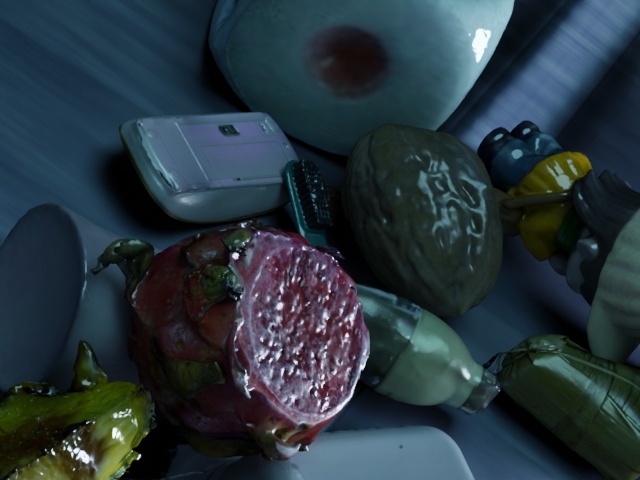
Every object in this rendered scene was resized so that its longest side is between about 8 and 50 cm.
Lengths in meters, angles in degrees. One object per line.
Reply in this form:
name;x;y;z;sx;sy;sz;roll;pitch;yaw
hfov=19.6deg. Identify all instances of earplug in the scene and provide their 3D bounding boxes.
earplug;-0.139;0.083;1.703;0.301;0.172;0.172;16;45;-36

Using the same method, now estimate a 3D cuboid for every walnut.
walnut;0.116;-0.019;1.999;0.178;0.178;0.230;3;58;-38

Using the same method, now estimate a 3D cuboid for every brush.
brush;0.000;0.000;1.950;0.043;0.032;0.193;8;61;-49

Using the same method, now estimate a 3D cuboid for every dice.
dice;0.048;-0.275;2.099;0.268;0.264;0.262;28;40;-14

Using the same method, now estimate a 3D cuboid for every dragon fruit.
dragon fruit;-0.057;0.084;1.586;0.282;0.147;0.211;39;68;-40

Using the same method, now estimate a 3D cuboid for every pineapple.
pineapple;-0.267;0.218;1.498;0.334;0.161;0.158;-43;126;-38

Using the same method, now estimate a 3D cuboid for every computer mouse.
computer mouse;-0.116;-0.081;1.939;0.245;0.056;0.126;-10;66;-52

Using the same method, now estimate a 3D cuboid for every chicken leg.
chicken leg;0.003;-0.048;2.041;0.036;0.021;0.083;14;44;-16

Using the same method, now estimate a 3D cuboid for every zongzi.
zongzi;0.295;0.146;2.040;0.205;0.094;0.204;39;35;-2

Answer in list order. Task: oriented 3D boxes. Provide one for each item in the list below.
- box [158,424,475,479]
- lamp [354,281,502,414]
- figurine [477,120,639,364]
box;0.040;0.269;1.704;0.337;0.106;0.264;-1;55;-39
lamp;0.070;0.105;1.889;0.250;0.101;0.101;30;40;-7
figurine;0.325;-0.020;2.131;0.185;0.204;0.332;-17;65;-44
